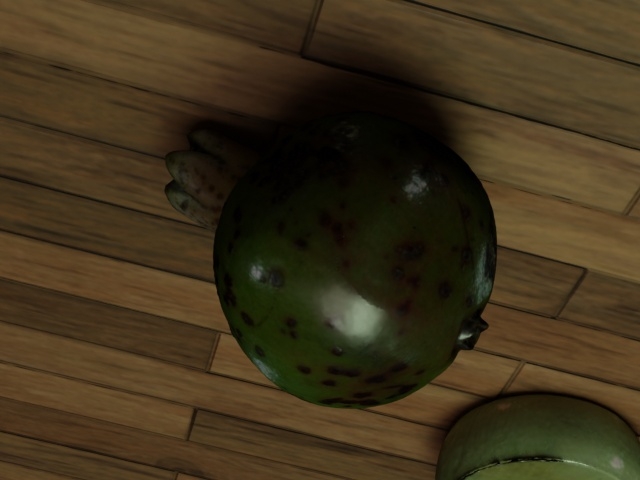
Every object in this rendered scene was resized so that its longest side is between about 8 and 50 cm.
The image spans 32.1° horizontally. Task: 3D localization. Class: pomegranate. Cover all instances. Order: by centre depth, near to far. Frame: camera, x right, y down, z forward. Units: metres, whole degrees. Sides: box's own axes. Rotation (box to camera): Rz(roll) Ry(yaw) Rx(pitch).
[{"bbox_3d":[0.000,0.000,0.725,0.248,0.202,0.202,28,143,22],"label":"pomegranate"}]

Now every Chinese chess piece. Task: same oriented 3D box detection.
[{"bbox_3d":[0.197,0.215,0.992,0.189,0.083,0.188,6,135,6],"label":"Chinese chess piece"}]
